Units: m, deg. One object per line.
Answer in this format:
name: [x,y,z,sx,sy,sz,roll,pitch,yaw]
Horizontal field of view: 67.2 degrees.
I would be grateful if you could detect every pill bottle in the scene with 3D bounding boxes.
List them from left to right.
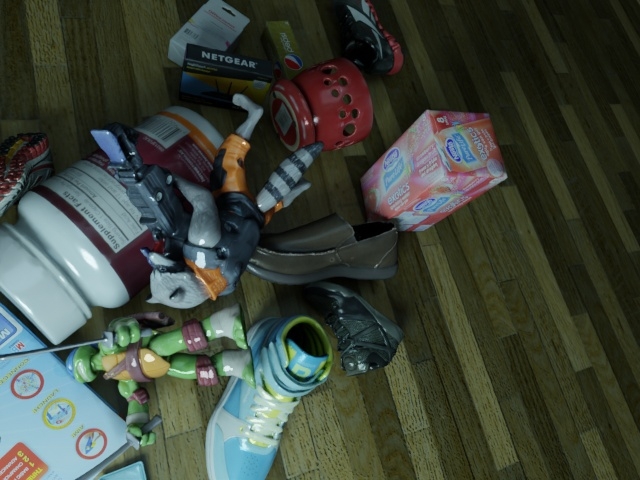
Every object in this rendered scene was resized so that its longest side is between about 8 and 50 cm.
pill bottle: [-0.330,-0.033,0.796,0.224,0.224,0.392,45,60,0]

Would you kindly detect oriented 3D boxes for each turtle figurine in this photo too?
turtle figurine: [-0.227,0.195,0.659,0.266,0.274,0.198,-11,90,-7]

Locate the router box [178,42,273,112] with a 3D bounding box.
router box: [-0.203,-0.338,1.024,0.178,0.133,0.046,5,67,-20]

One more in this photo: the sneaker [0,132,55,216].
sneaker: [-0.496,-0.090,0.791,0.088,0.093,0.225,0,39,3]

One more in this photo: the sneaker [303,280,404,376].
sneaker: [0.051,0.176,0.942,0.227,0.087,0.130,38,54,-10]

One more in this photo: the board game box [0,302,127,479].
board game box: [-0.484,0.293,0.678,0.302,0.086,0.308,44,60,-1]

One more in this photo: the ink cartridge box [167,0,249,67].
ink cartridge box: [-0.250,-0.459,1.095,0.104,0.061,0.181,32,61,-7]

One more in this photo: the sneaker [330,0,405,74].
sneaker: [0.098,-0.539,1.247,0.135,0.097,0.276,-30,84,-31]

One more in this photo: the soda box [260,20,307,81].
soda box: [-0.084,-0.434,1.155,0.061,0.058,0.181,-14,74,-26]

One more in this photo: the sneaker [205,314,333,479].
sneaker: [-0.079,0.261,0.780,0.127,0.208,0.319,23,62,-23]

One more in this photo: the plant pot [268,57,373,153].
plant pot: [-0.005,-0.281,1.053,0.174,0.191,0.191,-27,81,-21]

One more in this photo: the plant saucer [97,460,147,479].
plant saucer: [-0.284,0.447,0.736,0.067,0.018,0.192,-13,74,-26]

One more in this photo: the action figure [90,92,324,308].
action figure: [-0.145,-0.056,0.686,0.178,0.341,0.330,15,63,25]

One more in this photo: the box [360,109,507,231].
box: [0.219,-0.131,1.013,0.154,0.300,0.142,-3,72,-22]

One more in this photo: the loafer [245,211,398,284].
loafer: [0.000,0.000,0.950,0.365,0.134,0.130,0,112,-31]
